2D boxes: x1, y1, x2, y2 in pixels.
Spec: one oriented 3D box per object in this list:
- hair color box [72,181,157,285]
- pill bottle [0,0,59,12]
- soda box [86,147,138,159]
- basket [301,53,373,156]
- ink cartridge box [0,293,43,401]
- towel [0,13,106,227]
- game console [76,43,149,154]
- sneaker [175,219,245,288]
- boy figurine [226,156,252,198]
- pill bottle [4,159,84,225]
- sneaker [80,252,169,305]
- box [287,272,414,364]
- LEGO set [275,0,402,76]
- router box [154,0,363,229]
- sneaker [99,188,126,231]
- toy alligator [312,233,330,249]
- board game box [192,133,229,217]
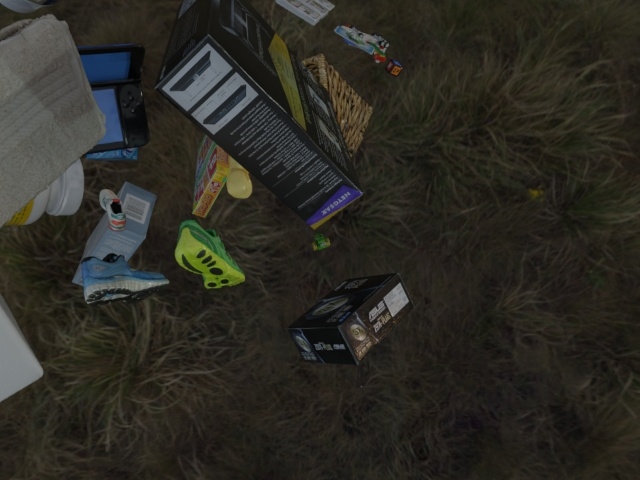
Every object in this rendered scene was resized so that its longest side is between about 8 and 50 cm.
[{"bbox_3d":[-0.682,-0.002,1.673,0.113,0.374,0.185,27,44,-28],"label":"hair color box"},{"bbox_3d":[-0.570,-0.579,1.040,0.264,0.153,0.153,-9,70,36],"label":"pill bottle"},{"bbox_3d":[-0.728,-0.316,1.769,0.210,0.071,0.067,5,93,36],"label":"soda box"},{"bbox_3d":[-0.054,-0.314,1.360,0.299,0.223,0.213,-1,61,48],"label":"basket"},{"bbox_3d":[-0.416,0.055,0.263,0.395,0.285,0.166,-33,44,-30],"label":"ink cartridge box"},{"bbox_3d":[-0.377,-0.143,0.623,0.049,0.187,0.282,9,46,15],"label":"towel"},{"bbox_3d":[-0.521,-0.291,1.095,0.293,0.250,0.173,-14,29,-24],"label":"game console"},{"bbox_3d":[-0.264,0.038,1.255,0.109,0.295,0.123,-11,65,5],"label":"sneaker"},{"bbox_3d":[-0.257,-0.269,1.681,0.177,0.092,0.285,-20,56,29],"label":"boy figurine"},{"bbox_3d":[-0.655,-0.122,0.981,0.188,0.334,0.188,1,91,42],"label":"pill bottle"},{"bbox_3d":[-0.280,0.048,0.735,0.063,0.162,0.073,-29,78,10],"label":"sneaker"},{"bbox_3d":[0.056,0.140,0.923,0.180,0.147,0.077,-35,104,-37],"label":"box"},{"bbox_3d":[0.041,-0.375,0.931,0.244,0.060,0.182,29,34,-6],"label":"LEGO set"},{"bbox_3d":[-0.073,-0.192,0.647,0.081,0.243,0.309,-36,35,19],"label":"router box"},{"bbox_3d":[-0.597,-0.105,1.469,0.057,0.075,0.161,-5,50,-37],"label":"sneaker"},{"bbox_3d":[0.000,0.000,1.719,0.056,0.190,0.051,-16,85,-5],"label":"toy alligator"},{"bbox_3d":[-0.232,-0.179,1.089,0.039,0.124,0.259,21,38,-24],"label":"board game box"}]
